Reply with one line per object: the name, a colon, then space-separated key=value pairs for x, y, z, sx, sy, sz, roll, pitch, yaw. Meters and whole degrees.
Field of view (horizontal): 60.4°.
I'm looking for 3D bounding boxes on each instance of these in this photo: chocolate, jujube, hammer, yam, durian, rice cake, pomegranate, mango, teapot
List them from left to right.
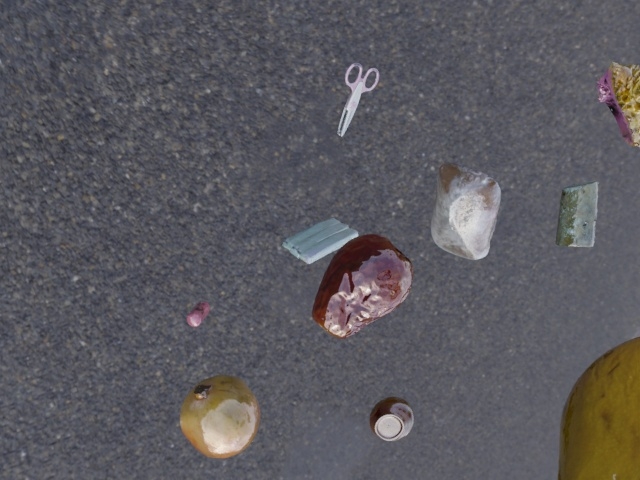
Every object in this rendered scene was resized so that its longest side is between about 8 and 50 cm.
hammer: x=-0.315 y=0.189 z=1.417 sx=0.043 sy=0.083 sz=0.043 roll=4 pitch=114 yaw=9
pomegranate: x=-0.227 y=0.401 z=1.272 sx=0.191 sy=0.191 sz=0.191 roll=-19 pitch=126 yaw=-28
rice cake: x=0.000 y=0.000 z=1.649 sx=0.211 sy=0.124 sz=0.038 roll=-30 pitch=140 yaw=-38
jujube: x=0.090 y=0.108 z=1.262 sx=0.255 sy=0.190 sz=0.190 roll=-51 pitch=134 yaw=1
teapot: x=0.166 y=0.415 z=1.290 sx=0.129 sy=0.098 sz=0.078 roll=-63 pitch=175 yaw=27
chocolate: x=0.396 y=-0.063 z=1.551 sx=0.100 sy=0.185 sz=0.303 roll=-54 pitch=152 yaw=-35
yam: x=0.755 y=-0.079 z=1.614 sx=0.107 sy=0.107 sz=0.194 roll=0 pitch=96 yaw=-37
durian: x=0.739 y=-0.318 z=1.290 sx=0.112 sy=0.191 sz=0.341 roll=-32 pitch=169 yaw=23
mango: x=0.339 y=0.199 z=0.563 sx=0.316 sy=0.176 sz=0.119 roll=-35 pitch=122 yaw=-35

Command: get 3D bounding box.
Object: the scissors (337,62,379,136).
scissors: x=0.076 y=-0.329 z=1.301 sx=0.085 sy=0.022 sz=0.176 roll=8 pitch=120 yaw=-27
